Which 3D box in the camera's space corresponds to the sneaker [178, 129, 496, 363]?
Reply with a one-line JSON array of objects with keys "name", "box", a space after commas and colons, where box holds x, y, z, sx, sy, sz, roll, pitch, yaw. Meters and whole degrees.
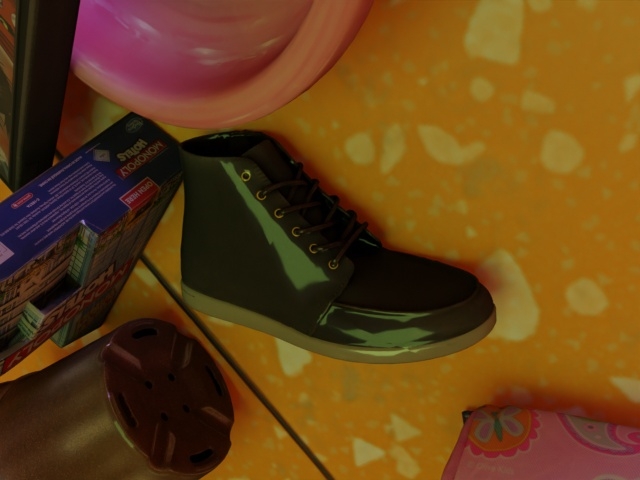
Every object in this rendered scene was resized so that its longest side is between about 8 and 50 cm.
[{"name": "sneaker", "box": [0.000, 0.000, 0.548, 0.222, 0.083, 0.118, 9, 118, 24]}]

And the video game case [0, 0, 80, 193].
[{"name": "video game case", "box": [-0.243, -0.184, 0.531, 0.248, 0.035, 0.275, 48, 147, 6]}]

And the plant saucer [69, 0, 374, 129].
[{"name": "plant saucer", "box": [-0.088, -0.221, 0.439, 0.332, 0.084, 0.332, 25, 136, 28]}]

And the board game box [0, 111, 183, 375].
[{"name": "board game box", "box": [-0.193, 0.030, 0.622, 0.060, 0.194, 0.194, 39, 140, 5]}]

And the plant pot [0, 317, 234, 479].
[{"name": "plant pot", "box": [-0.167, 0.150, 0.669, 0.165, 0.167, 0.167, -34, 97, 28]}]

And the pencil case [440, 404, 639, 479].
[{"name": "pencil case", "box": [0.209, 0.179, 0.518, 0.284, 0.124, 0.124, 6, 117, 24]}]
